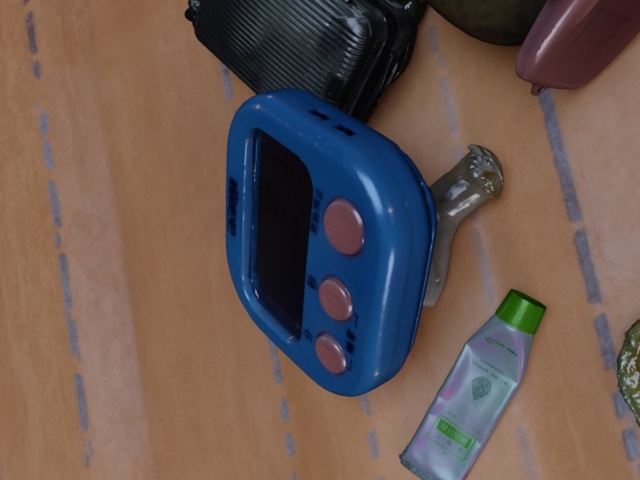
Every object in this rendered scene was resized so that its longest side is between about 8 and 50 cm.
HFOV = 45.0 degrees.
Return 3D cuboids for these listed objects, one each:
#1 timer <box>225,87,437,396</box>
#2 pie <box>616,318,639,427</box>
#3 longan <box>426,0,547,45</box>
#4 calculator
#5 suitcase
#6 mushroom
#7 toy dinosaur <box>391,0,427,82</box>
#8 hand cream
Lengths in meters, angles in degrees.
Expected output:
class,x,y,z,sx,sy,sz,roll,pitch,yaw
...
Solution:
class,x,y,z,sx,sy,sz,roll,pitch,yaw
timer,0.000,0.000,0.932,0.309,0.115,0.340,37,135,38
pie,0.443,0.179,0.833,0.201,0.090,0.248,-26,77,8
longan,0.201,-0.352,0.891,0.215,0.246,0.246,1,85,-21
calculator,0.334,-0.287,0.827,0.048,0.220,0.330,49,123,25
suitcase,-0.039,-0.288,1.019,0.312,0.128,0.202,45,132,19
mushroom,0.151,-0.020,0.978,0.092,0.081,0.223,38,98,44
toy dinosaur,0.085,-0.313,1.063,0.187,0.087,0.179,61,146,31
hand cream,0.193,0.190,0.967,0.079,0.050,0.275,40,107,48
